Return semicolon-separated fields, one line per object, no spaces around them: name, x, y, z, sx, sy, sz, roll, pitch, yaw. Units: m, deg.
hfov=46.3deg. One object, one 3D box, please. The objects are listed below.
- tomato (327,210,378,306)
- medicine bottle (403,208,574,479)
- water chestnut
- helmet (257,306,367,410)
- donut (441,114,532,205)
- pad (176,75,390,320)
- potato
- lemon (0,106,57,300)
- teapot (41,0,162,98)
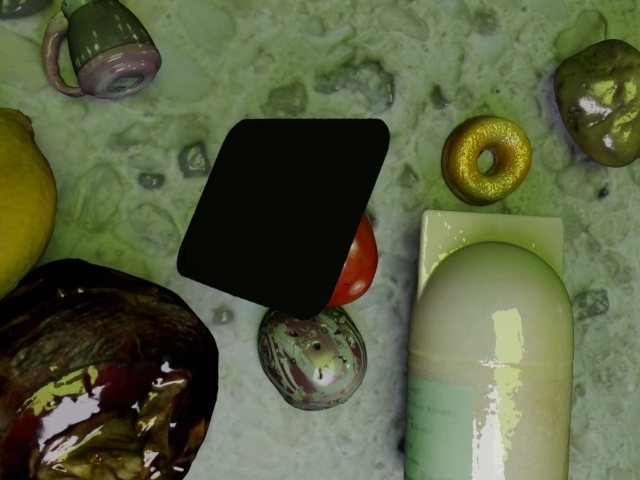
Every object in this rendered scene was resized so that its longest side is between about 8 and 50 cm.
tomato;0.000;0.000;1.041;0.136;0.195;0.195;-14;92;-6
medicine bottle;0.242;0.162;1.078;0.235;0.235;0.407;3;88;-15
water chestnut;-0.262;0.206;0.890;0.335;0.347;0.335;-26;134;-30
helmet;-0.005;0.165;1.081;0.153;0.107;0.177;-33;97;-10
donut;0.268;-0.130;1.186;0.151;0.058;0.152;0;90;-13
pad;-0.034;-0.065;0.966;0.063;0.375;0.315;25;84;-37
potato;0.466;-0.219;1.203;0.154;0.137;0.200;-30;97;17
lemon;-0.444;-0.032;0.910;0.235;0.236;0.263;5;65;-14
teapot;-0.302;-0.270;1.028;0.116;0.148;0.146;-16;80;-50
